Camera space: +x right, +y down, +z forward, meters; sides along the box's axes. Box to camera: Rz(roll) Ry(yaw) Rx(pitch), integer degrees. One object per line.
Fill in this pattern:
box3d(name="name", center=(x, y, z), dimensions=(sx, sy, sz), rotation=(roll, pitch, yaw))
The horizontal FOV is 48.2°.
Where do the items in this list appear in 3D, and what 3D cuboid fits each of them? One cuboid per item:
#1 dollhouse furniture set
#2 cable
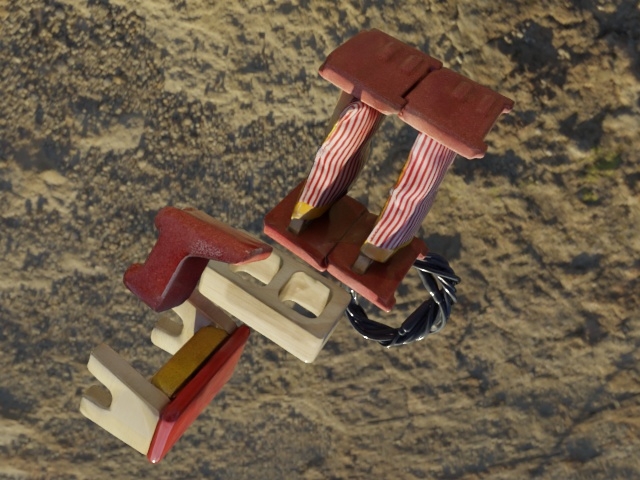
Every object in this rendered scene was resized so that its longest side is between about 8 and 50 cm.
box3d(name="dollhouse furniture set", center=(0.000, 0.000, 0.571), dimensions=(0.152, 0.374, 0.201), rotation=(31, 132, 9))
box3d(name="cable", center=(0.100, 0.070, 0.930), dimensions=(0.151, 0.047, 0.184), rotation=(11, 130, 5))
